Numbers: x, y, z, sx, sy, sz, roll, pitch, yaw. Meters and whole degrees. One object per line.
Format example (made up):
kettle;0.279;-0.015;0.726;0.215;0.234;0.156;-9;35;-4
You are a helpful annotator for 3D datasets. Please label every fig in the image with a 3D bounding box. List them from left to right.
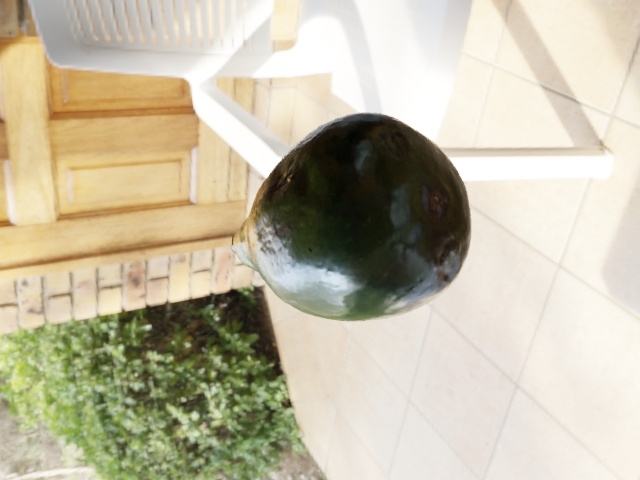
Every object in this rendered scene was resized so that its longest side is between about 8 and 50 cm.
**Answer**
fig;0.000;0.000;0.399;0.177;0.117;0.117;-21;79;38
